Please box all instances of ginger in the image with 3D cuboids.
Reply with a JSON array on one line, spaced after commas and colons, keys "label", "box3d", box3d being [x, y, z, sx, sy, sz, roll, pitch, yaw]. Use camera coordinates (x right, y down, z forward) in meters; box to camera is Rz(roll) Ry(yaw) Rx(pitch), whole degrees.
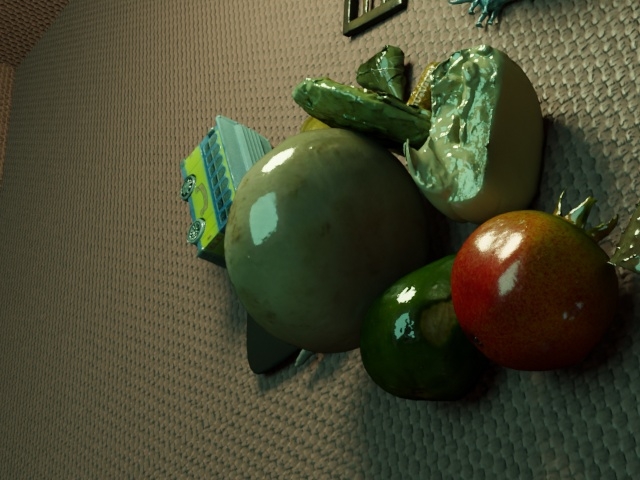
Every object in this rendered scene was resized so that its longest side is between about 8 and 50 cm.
[{"label": "ginger", "box3d": [0.006, -0.206, 1.983, 0.115, 0.081, 0.205, -22, 36, 5]}]

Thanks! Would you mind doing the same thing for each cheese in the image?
[{"label": "cheese", "box3d": [0.242, -0.155, 1.514, 0.127, 0.233, 0.266, -3, 69, 41]}]

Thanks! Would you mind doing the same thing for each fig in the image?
[{"label": "fig", "box3d": [0.171, 0.120, 1.478, 0.195, 0.195, 0.245, -3, 56, 53]}]

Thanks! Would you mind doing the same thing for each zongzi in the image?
[{"label": "zongzi", "box3d": [0.107, -0.291, 1.929, 0.154, 0.062, 0.131, -29, 60, 49]}]

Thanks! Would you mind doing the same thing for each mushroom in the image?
[{"label": "mushroom", "box3d": [0.000, 0.000, 1.617, 0.294, 0.362, 0.363, 0, 70, 54]}]

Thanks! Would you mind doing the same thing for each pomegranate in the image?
[{"label": "pomegranate", "box3d": [0.299, 0.053, 1.329, 0.257, 0.221, 0.221, -53, 35, 0]}]

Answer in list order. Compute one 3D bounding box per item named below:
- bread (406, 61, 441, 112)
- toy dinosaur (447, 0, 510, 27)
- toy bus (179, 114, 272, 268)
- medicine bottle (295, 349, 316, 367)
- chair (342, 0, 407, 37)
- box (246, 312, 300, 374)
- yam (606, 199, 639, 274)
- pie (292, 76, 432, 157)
[{"label": "bread", "box3d": [0.183, -0.251, 1.803, 0.157, 0.044, 0.052, -62, 31, 4]}, {"label": "toy dinosaur", "box3d": [0.295, -0.423, 1.761, 0.197, 0.045, 0.080, 15, 70, 48]}, {"label": "toy bus", "box3d": [-0.184, -0.096, 2.107, 0.190, 0.152, 0.312, -47, 39, 26]}, {"label": "medicine bottle", "box3d": [0.012, 0.151, 1.777, 0.199, 0.057, 0.058, -54, 36, 17]}, {"label": "chair", "box3d": [0.052, -0.676, 2.064, 0.203, 0.240, 0.416, -19, 55, 44]}, {"label": "box", "box3d": [-0.071, 0.138, 1.911, 0.201, 0.042, 0.213, -35, 46, 37]}, {"label": "yam", "box3d": [0.464, -0.048, 1.230, 0.128, 0.129, 0.238, 22, 89, 53]}, {"label": "pie", "box3d": [0.103, -0.194, 1.654, 0.306, 0.306, 0.071, 20, 91, 56]}]
